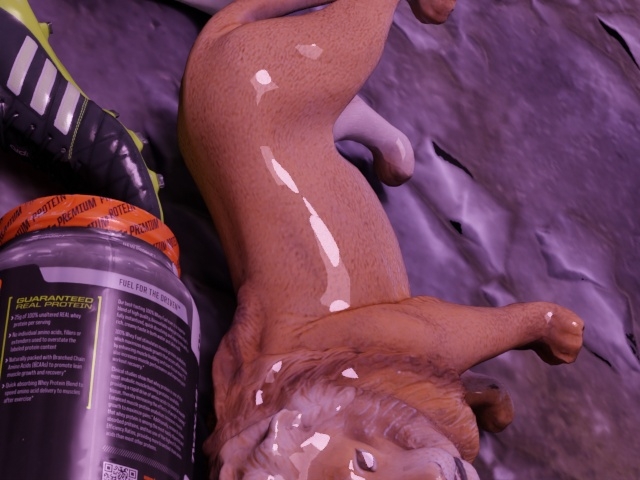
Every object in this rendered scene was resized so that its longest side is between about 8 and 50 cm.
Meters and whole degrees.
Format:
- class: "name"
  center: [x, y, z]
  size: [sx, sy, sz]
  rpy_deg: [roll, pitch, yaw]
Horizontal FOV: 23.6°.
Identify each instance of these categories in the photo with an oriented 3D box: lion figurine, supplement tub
- class: "lion figurine"
  center: [0.000, 0.000, 0.814]
  size: [0.240, 0.142, 0.392]
  rpy_deg: [-4, 60, -38]
- class: "supplement tub"
  center: [-0.114, 0.082, 0.694]
  size: [0.117, 0.117, 0.190]
  rpy_deg: [18, 54, -24]

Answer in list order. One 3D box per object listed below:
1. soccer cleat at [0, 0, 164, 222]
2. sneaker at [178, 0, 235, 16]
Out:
- class: "soccer cleat"
  center: [-0.149, -0.062, 0.808]
  size: [0.072, 0.060, 0.179]
  rpy_deg: [-29, 73, -32]
- class: "sneaker"
  center: [-0.140, -0.243, 0.878]
  size: [0.321, 0.126, 0.127]
  rpy_deg: [29, 44, -17]
